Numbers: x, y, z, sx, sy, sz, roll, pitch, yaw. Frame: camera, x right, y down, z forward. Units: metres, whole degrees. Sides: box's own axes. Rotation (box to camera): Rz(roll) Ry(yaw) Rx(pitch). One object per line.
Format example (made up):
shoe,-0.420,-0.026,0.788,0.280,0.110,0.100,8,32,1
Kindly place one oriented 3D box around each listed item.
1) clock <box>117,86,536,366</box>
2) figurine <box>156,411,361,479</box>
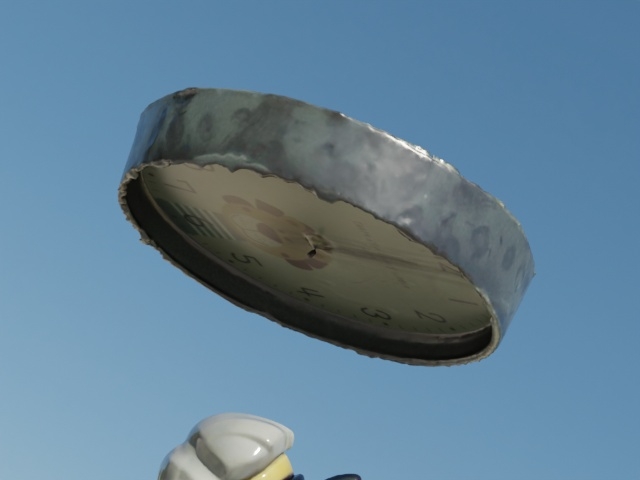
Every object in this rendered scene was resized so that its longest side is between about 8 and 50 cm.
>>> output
clock,0.000,-0.002,1.101,0.313,0.061,0.312,20,-21,8
figurine,-0.042,0.265,1.445,0.236,0.176,0.133,42,-8,6
